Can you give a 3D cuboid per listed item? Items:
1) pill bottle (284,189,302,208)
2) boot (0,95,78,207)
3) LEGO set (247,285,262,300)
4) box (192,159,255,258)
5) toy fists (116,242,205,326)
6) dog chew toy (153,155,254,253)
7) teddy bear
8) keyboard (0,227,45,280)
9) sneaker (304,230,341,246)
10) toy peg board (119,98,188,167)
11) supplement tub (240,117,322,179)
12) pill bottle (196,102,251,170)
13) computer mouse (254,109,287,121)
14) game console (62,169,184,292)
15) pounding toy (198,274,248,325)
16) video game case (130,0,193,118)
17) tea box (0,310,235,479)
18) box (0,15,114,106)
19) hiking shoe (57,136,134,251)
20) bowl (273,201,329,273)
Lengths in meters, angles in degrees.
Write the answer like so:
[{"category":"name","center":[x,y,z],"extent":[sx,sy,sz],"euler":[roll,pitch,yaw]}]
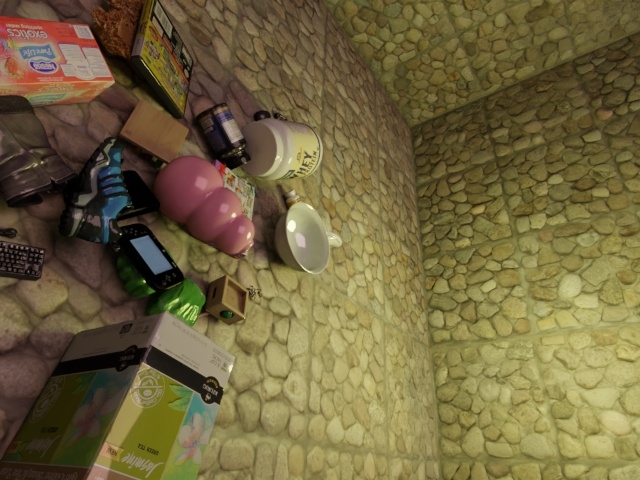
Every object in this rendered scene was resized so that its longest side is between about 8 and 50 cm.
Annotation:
[{"category":"pill bottle","center":[-0.112,-0.160,1.818],"extent":[0.117,0.065,0.065],"euler":[65,32,-12]},{"category":"boot","center":[-0.683,-0.163,0.838],"extent":[0.223,0.118,0.338],"euler":[61,36,-9]},{"category":"LEGO set","center":[-0.234,0.186,1.496],"extent":[0.083,0.023,0.054],"euler":[-18,91,-59]},{"category":"box","center":[-0.329,-0.107,1.454],"extent":[0.200,0.057,0.294],"euler":[35,48,-46]},{"category":"toy fists","center":[-0.438,0.131,1.133],"extent":[0.279,0.096,0.142],"euler":[58,24,-21]},{"category":"dog chew toy","center":[-0.332,-0.091,1.241],"extent":[0.332,0.206,0.207],"euler":[46,36,-4]},{"category":"teddy bear","center":[-0.579,-0.658,1.290],"extent":[0.245,0.112,0.339],"euler":[62,27,-53]},{"category":"keyboard","center":[-0.678,0.019,0.871],"extent":[0.180,0.023,0.108],"euler":[22,57,-53]},{"category":"sneaker","center":[0.000,0.000,1.914],"extent":[0.258,0.094,0.092],"euler":[24,68,-42]},{"category":"toy peg board","center":[-0.512,-0.311,1.263],"extent":[0.160,0.079,0.162],"euler":[31,48,-28]},{"category":"supplement tub","center":[-0.162,-0.365,1.675],"extent":[0.324,0.235,0.236],"euler":[-19,91,-59]},{"category":"pill bottle","center":[-0.342,-0.369,1.498],"extent":[0.220,0.122,0.123],"euler":[64,32,-15]},{"category":"computer mouse","center":[-0.212,-0.551,1.872],"extent":[0.242,0.041,0.071],"euler":[-28,99,-59]},{"category":"game console","center":[-0.478,-0.026,1.081],"extent":[0.361,0.044,0.213],"euler":[52,35,5]},{"category":"pounding toy","center":[-0.313,0.202,1.314],"extent":[0.130,0.100,0.141],"euler":[46,30,-38]},{"category":"video game case","center":[-0.491,-0.573,1.319],"extent":[0.275,0.035,0.249],"euler":[67,23,-68]},{"category":"tea box","center":[-0.403,0.356,0.849],"extent":[0.220,0.328,0.324],"euler":[47,39,-36]},{"category":"box","center":[-0.672,-0.408,0.970],"extent":[0.300,0.142,0.154],"euler":[-41,110,-56]},{"category":"hiking shoe","center":[-0.520,-0.116,1.010],"extent":[0.132,0.113,0.305],"euler":[29,47,-35]},{"category":"bowl","center":[-0.097,0.003,1.697],"extent":[0.297,0.133,0.298],"euler":[32,49,-48]}]
